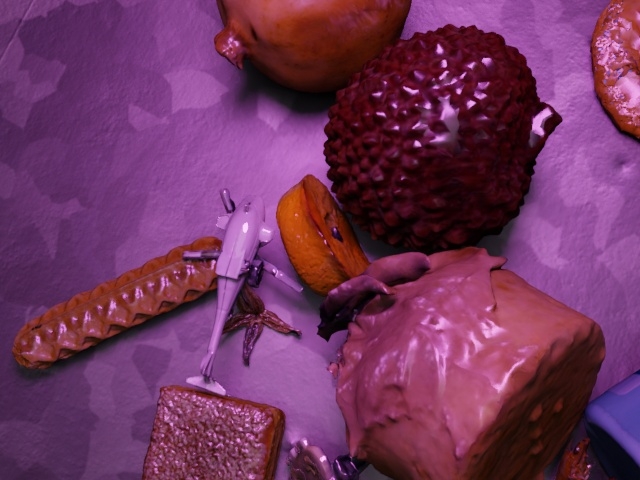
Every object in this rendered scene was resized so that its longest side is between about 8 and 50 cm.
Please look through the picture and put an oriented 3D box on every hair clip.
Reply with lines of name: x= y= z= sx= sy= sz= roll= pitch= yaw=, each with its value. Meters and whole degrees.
hair clip: x=0.010 y=0.338 z=1.049 sx=0.056 sy=0.187 sz=0.146 roll=-16 pitch=64 yaw=-39

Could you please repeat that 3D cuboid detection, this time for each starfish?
starfish: x=-0.092 y=0.123 z=1.151 sx=0.130 sy=0.041 sz=0.133 roll=14 pitch=105 yaw=-9

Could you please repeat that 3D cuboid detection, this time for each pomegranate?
pomegranate: x=-0.005 y=-0.356 z=1.092 sx=0.307 sy=0.307 sz=0.307 roll=-1 pitch=81 yaw=5

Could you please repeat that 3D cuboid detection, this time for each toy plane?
toy plane: x=-0.137 y=0.068 z=1.058 sx=0.182 sy=0.107 sz=0.273 roll=33 pitch=84 yaw=10

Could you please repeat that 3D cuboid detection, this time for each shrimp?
shrimp: x=0.364 y=0.333 z=1.025 sx=0.045 sy=0.162 sz=0.095 roll=-27 pitch=40 yaw=-32

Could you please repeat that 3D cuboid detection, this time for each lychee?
lychee: x=0.161 y=-0.138 z=1.041 sx=0.330 sy=0.306 sz=0.306 roll=0 pitch=80 yaw=29

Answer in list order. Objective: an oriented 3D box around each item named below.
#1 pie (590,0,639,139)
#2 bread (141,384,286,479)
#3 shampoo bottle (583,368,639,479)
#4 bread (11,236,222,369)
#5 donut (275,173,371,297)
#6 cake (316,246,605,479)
pie: x=0.531 y=-0.277 z=1.141 sx=0.273 sy=0.069 sz=0.273 roll=-2 pitch=77 yaw=8
bread: x=-0.158 y=0.339 z=1.088 sx=0.184 sy=0.110 sz=0.234 roll=11 pitch=80 yaw=10
shampoo bottle: x=0.554 y=0.256 z=0.919 sx=0.342 sy=0.331 sz=0.331 roll=-33 pitch=80 yaw=1
bread: x=-0.298 y=0.095 z=1.156 sx=0.367 sy=0.084 sz=0.077 roll=-26 pitch=120 yaw=2
donut: x=0.000 y=0.001 z=1.096 sx=0.074 sy=0.174 sz=0.190 roll=-32 pitch=72 yaw=18
cake: x=0.156 y=0.166 z=1.004 sx=0.321 sy=0.332 sz=0.332 roll=34 pitch=85 yaw=35
